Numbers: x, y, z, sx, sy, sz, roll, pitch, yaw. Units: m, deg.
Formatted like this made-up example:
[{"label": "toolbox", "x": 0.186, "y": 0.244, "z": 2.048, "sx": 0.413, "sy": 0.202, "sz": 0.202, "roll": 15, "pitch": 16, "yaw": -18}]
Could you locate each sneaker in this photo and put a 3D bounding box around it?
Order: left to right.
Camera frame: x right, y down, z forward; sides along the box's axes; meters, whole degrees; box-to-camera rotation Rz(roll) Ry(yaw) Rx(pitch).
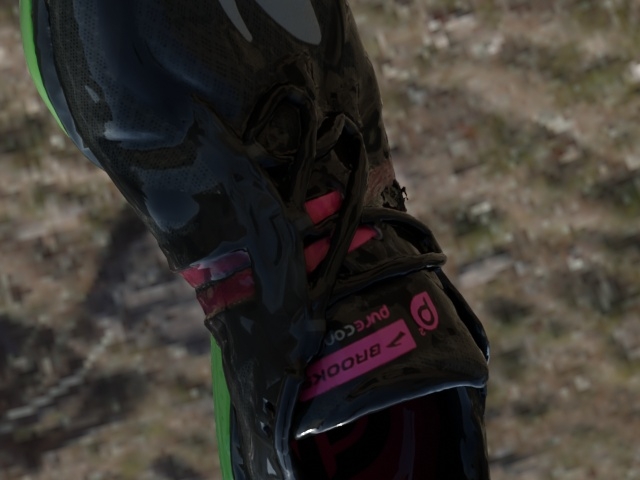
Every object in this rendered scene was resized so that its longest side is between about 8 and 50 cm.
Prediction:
[{"label": "sneaker", "x": 0.000, "y": 0.000, "z": 1.026, "sx": 0.185, "sy": 0.202, "sz": 0.483, "roll": -33, "pitch": 119, "yaw": -18}]
